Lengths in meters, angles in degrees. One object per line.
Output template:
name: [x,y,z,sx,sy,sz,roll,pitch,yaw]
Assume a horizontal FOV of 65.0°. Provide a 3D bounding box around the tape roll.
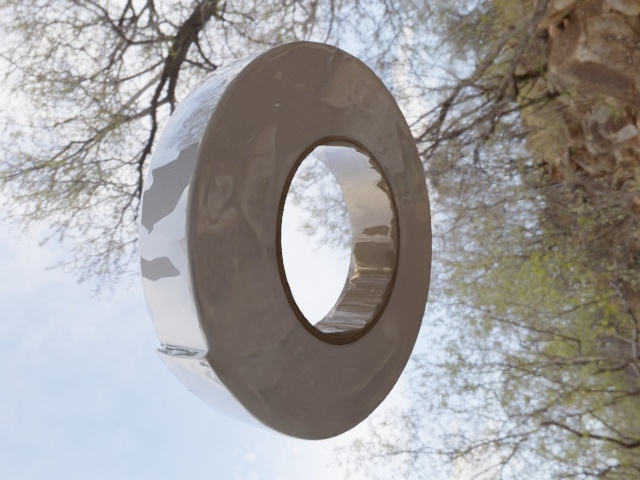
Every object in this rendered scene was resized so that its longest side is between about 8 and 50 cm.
tape roll: [0.000,0.000,0.521,0.392,0.072,0.392,2,-92,-52]
